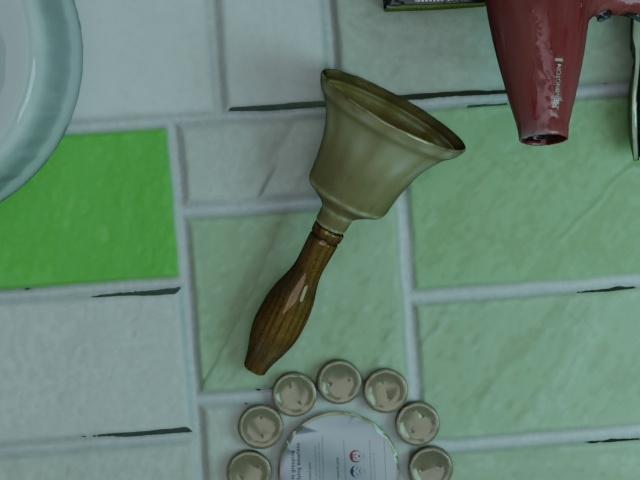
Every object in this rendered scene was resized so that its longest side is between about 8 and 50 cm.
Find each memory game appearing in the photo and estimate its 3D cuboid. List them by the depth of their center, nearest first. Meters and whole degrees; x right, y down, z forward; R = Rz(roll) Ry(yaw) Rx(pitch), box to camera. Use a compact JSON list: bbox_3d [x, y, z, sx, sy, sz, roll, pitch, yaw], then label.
[{"bbox_3d":[0.016,0.187,1.421,0.186,0.012,0.186,0,96,-3],"label":"memory game"}]

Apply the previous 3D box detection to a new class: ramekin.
[{"bbox_3d":[-0.323,-0.142,1.315,0.277,0.135,0.277,0,95,-2],"label":"ramekin"}]

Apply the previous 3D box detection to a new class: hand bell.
[{"bbox_3d":[0.000,0.000,1.373,0.126,0.126,0.242,28,106,-5],"label":"hand bell"}]

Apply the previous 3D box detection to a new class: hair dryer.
[{"bbox_3d":[0.227,-0.191,1.321,0.223,0.080,0.293,39,74,1],"label":"hair dryer"}]

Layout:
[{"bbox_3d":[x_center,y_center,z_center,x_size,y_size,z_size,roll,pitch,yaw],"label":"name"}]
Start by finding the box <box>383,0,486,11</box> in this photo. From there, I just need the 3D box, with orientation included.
[{"bbox_3d":[0.086,-0.296,1.360,0.087,0.058,0.232,-4,96,-3],"label":"box"}]

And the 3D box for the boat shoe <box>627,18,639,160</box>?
[{"bbox_3d":[0.263,-0.129,1.387,0.042,0.049,0.133,4,90,5],"label":"boat shoe"}]
